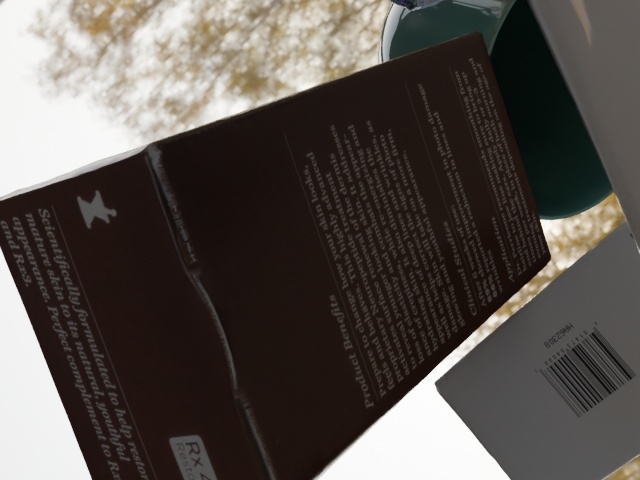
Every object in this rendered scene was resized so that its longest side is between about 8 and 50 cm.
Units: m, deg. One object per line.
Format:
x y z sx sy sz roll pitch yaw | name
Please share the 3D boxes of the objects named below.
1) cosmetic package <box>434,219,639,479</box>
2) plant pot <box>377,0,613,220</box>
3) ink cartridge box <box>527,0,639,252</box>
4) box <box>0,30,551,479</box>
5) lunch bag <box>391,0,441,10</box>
0.248 0.070 0.834 0.138 0.224 0.224 50 -147 10 | cosmetic package
0.203 -0.196 1.159 0.293 0.293 0.235 32 179 -40 | plant pot
0.110 -0.218 0.379 0.395 0.166 0.285 64 -163 -12 | ink cartridge box
0.000 0.000 0.678 0.381 0.143 0.191 -30 -77 -55 | box
0.078 -0.226 0.838 0.071 0.053 0.083 -26 -95 -35 | lunch bag
